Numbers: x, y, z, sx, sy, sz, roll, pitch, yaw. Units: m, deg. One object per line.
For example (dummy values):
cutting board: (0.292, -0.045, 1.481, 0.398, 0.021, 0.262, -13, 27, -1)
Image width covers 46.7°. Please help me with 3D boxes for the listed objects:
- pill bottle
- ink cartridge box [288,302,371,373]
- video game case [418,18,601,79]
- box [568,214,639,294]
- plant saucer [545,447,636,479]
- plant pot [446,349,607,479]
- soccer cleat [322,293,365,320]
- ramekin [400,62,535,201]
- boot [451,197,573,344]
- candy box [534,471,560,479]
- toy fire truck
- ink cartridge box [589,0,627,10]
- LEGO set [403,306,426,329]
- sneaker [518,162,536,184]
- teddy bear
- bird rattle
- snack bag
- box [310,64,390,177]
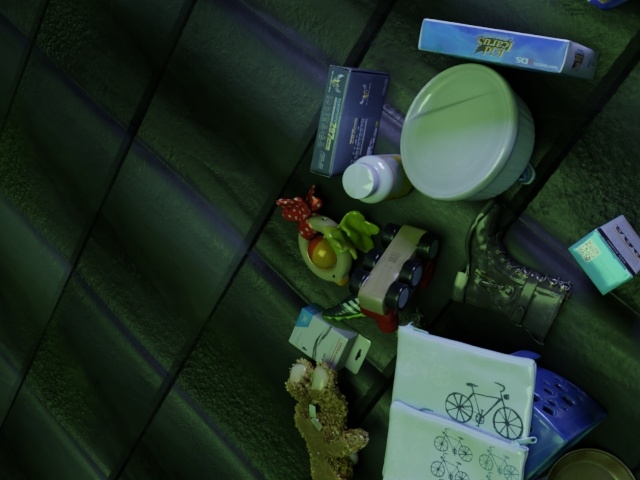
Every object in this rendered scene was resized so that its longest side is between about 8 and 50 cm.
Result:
pill bottle: (0.125, -0.134, 1.601, 0.103, 0.184, 0.103, 6, 100, 32)
ink cartridge box: (0.022, 0.246, 1.803, 0.180, 0.060, 0.104, 32, 113, 24)
video game case: (0.356, -0.355, 1.383, 0.269, 0.244, 0.061, 19, 109, 29)
box: (0.528, 0.021, 1.334, 0.060, 0.244, 0.100, -41, 75, 30)
plant saucer: (0.539, 0.519, 1.481, 0.199, 0.036, 0.198, 1, 72, -4)
plant pot: (0.391, 0.363, 1.492, 0.212, 0.236, 0.236, 49, 121, 24)
soccer cleat: (0.085, 0.150, 1.754, 0.179, 0.060, 0.072, -11, 82, 27)
ramekin: (0.299, -0.203, 1.473, 0.273, 0.127, 0.273, -13, 72, 45)
boot: (0.407, 0.061, 1.525, 0.229, 0.091, 0.263, 20, 112, 23)
candy box: (0.494, 0.602, 1.554, 0.165, 0.070, 0.196, -41, 75, 30)
toy fire truck: (0.193, 0.120, 1.621, 0.158, 0.217, 0.246, 18, 145, 28)
ink cartridge box: (0.557, -0.585, 1.278, 0.270, 0.151, 0.395, -22, 87, 33)
LEGO set: (0.215, 0.195, 1.694, 0.054, 0.023, 0.083, -9, 93, 33)
sneaker: (0.383, -0.171, 1.507, 0.135, 0.058, 0.052, 50, 120, 16)
teddy bear: (0.019, 0.441, 1.797, 0.245, 0.113, 0.338, -30, 82, 46)
bird rattle: (0.000, 0.000, 1.744, 0.253, 0.143, 0.207, 22, 125, 31)
snack bag: (0.262, 0.357, 1.436, 0.323, 0.037, 0.342, 11, 97, 42)
box: (0.066, -0.259, 1.620, 0.059, 0.183, 0.232, 19, 107, 29)
